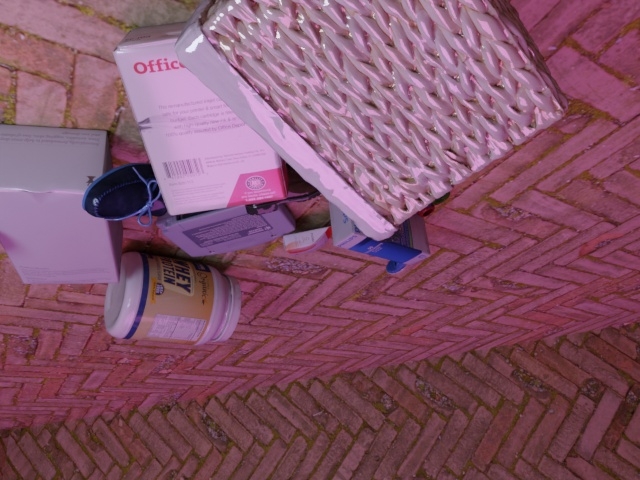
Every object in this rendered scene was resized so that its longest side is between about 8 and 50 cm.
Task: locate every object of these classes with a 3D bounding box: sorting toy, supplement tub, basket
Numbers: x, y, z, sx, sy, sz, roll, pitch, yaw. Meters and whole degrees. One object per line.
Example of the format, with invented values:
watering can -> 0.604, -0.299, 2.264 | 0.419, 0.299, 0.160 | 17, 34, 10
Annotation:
sorting toy -> 0.271, -0.103, 1.319 | 0.061, 0.042, 0.102 | -1, 143, -44
supplement tub -> -0.398, 0.165, 1.441 | 0.316, 0.228, 0.228 | 14, 145, -34
basket -> 0.063, -0.249, 0.628 | 0.266, 0.328, 0.331 | -34, 120, 30

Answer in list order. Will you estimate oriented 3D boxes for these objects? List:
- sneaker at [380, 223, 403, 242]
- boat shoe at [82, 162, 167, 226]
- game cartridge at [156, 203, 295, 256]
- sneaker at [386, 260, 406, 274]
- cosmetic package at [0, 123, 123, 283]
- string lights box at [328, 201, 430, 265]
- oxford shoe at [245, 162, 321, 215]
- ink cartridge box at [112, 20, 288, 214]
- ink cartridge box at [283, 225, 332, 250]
sneaker -> 0.109, -0.132, 1.161 | 0.110, 0.122, 0.283 | -6, 131, 23
boat shoe -> -0.304, -0.092, 0.970 | 0.258, 0.089, 0.109 | -33, 154, -51
game cartridge -> -0.221, -0.040, 1.295 | 0.294, 0.060, 0.196 | -14, 147, 12
sneaker -> 0.235, 0.046, 1.550 | 0.152, 0.058, 0.084 | -34, 148, 33
cosmetic package -> -0.533, -0.054, 1.090 | 0.217, 0.156, 0.385 | 2, 149, -17
string lights box -> 0.149, -0.033, 1.307 | 0.259, 0.133, 0.076 | 15, 148, -34
oxford shoe -> -0.060, -0.132, 1.133 | 0.227, 0.083, 0.096 | -20, 119, -10
ink cartridge box -> -0.174, -0.197, 0.848 | 0.207, 0.117, 0.283 | -8, 127, 0
ink cartridge box -> 0.000, 0.000, 1.381 | 0.179, 0.045, 0.145 | -8, 172, 3
